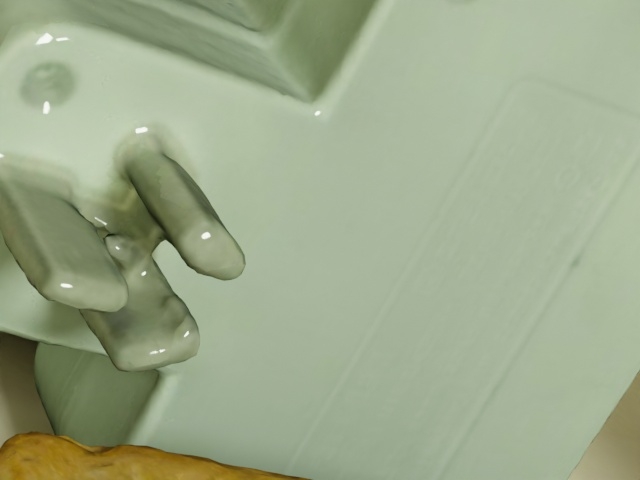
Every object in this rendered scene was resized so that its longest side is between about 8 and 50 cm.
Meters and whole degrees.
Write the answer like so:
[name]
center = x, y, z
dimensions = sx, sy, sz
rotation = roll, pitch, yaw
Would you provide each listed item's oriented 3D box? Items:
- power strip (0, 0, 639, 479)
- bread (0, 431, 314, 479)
[power strip]
center = 0.000, 0.000, 0.585
dimensions = 0.261, 0.229, 0.141
rotation = 17, 23, -35
[bread]
center = 0.034, 0.135, 0.521
dimensions = 0.271, 0.077, 0.139
rotation = 18, 25, -28
